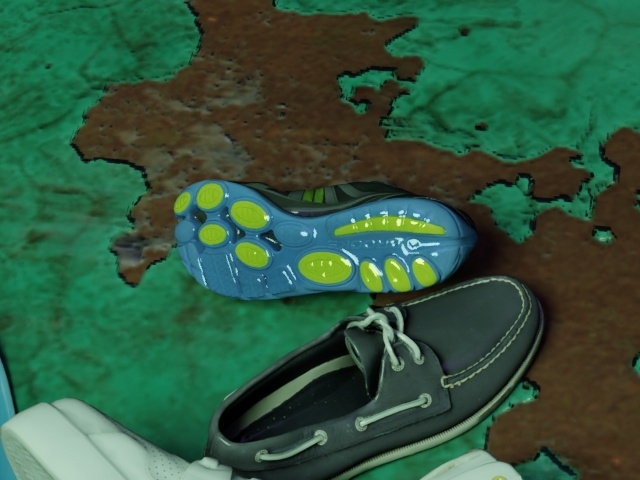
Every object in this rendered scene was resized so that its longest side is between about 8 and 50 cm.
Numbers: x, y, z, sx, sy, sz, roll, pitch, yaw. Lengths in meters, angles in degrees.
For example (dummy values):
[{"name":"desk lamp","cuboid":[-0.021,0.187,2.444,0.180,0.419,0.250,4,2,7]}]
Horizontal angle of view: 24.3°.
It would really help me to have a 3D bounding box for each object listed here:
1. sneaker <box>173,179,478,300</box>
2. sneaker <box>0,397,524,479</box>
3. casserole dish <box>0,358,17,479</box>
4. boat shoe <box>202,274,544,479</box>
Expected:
[{"name":"sneaker","cuboid":[0.000,0.000,0.837,0.188,0.078,0.067,3,95,26]},{"name":"sneaker","cuboid":[0.002,0.143,0.691,0.292,0.108,0.169,40,63,15]},{"name":"casserole dish","cuboid":[-0.200,0.097,0.760,0.037,0.114,0.188,-31,52,12]},{"name":"boat shoe","cuboid":[0.031,0.071,0.771,0.206,0.065,0.075,-29,54,-14]}]
